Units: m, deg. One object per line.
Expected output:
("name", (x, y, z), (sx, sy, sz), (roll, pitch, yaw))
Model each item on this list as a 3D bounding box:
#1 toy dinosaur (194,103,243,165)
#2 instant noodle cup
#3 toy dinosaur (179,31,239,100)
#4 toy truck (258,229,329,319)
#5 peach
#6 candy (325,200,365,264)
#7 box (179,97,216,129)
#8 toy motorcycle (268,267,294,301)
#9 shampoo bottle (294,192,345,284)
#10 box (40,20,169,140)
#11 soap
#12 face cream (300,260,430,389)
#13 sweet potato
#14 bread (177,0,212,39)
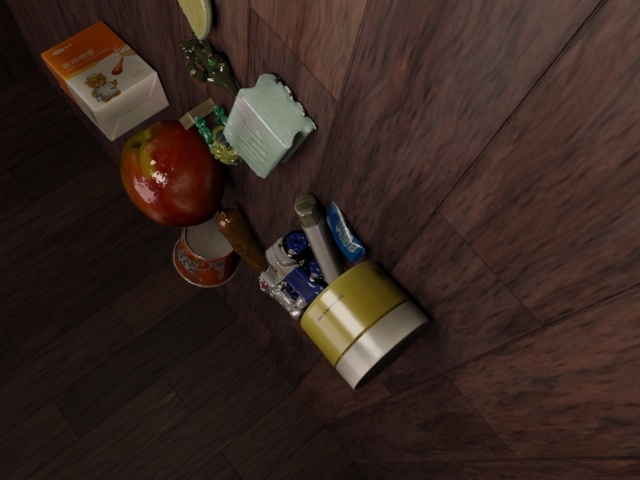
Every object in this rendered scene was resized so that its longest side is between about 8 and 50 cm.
("toy dinosaur", (-0.249, -0.251, 1.589), (0.153, 0.094, 0.259), (58, 170, -5))
("instant noodle cup", (-0.398, 0.021, 2.217), (0.250, 0.250, 0.192), (50, 153, 10))
("toy dinosaur", (-0.224, -0.386, 1.383), (0.179, 0.087, 0.187), (16, -140, -56))
("toy truck", (-0.068, 0.098, 1.631), (0.213, 0.177, 0.161), (46, 161, 19))
("peach", (-0.415, -0.181, 1.786), (0.308, 0.308, 0.332), (34, 158, 45))
("candy", (0.050, -0.014, 1.366), (0.136, 0.038, 0.088), (59, 160, 12))
("box", (-0.312, -0.326, 1.593), (0.035, 0.083, 0.079), (56, 153, -12))
("toy motorcycle", (-0.062, 0.118, 1.806), (0.254, 0.112, 0.112), (42, 159, 34))
("shampoo bottle", (0.000, 0.000, 1.459), (0.086, 0.056, 0.227), (-100, -10, -51))
("box", (-0.661, -0.497, 1.900), (0.341, 0.225, 0.143), (44, 161, 24))
("soap", (-0.117, -0.229, 1.284), (0.150, 0.094, 0.261), (54, 161, -2))
("face cream", (0.094, 0.178, 1.318), (0.179, 0.218, 0.218), (48, 161, 18))
("sweet potato", (-0.252, -0.001, 2.043), (0.097, 0.097, 0.291), (27, 157, 52))
("bread", (-0.255, -0.501, 1.218), (0.112, 0.036, 0.192), (3, 124, 60))
